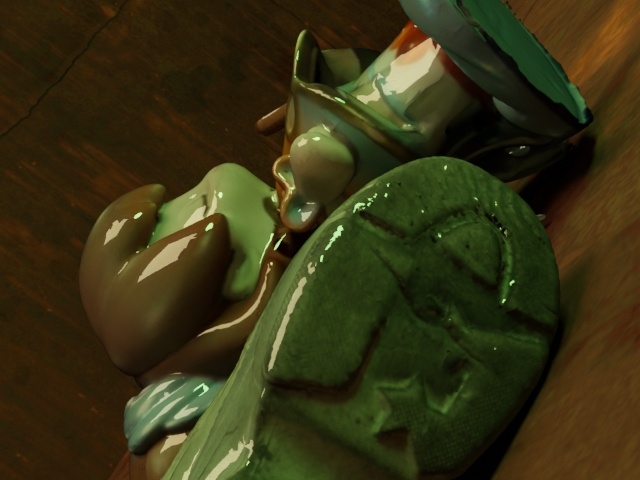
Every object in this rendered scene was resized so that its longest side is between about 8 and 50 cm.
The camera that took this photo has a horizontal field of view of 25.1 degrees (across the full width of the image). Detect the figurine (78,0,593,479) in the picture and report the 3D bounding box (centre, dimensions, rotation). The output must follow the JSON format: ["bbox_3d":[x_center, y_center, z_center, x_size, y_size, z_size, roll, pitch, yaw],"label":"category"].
[{"bbox_3d":[-0.001,-0.001,0.974,0.388,0.248,0.277,-42,6,16],"label":"figurine"}]

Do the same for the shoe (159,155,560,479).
[{"bbox_3d":[-0.013,0.112,0.738,0.342,0.132,0.210,-60,10,-24],"label":"shoe"}]
